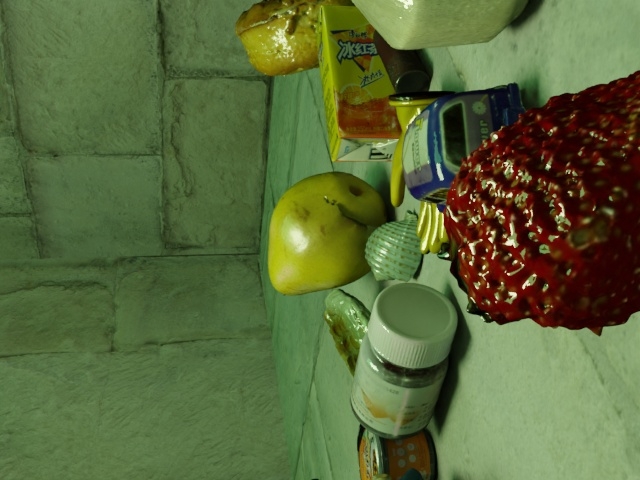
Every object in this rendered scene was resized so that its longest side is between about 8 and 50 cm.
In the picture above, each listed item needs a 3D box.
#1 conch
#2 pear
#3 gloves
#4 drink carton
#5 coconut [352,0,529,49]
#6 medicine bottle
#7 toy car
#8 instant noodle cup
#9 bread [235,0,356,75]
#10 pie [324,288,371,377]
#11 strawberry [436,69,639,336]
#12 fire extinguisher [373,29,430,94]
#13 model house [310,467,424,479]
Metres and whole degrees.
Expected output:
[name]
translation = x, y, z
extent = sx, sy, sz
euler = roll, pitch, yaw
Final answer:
[conch]
translation = 0.149, 0.022, 1.586
extent = 0.135, 0.102, 0.153
euler = -127, 35, -46
[pear]
translation = 0.013, -0.001, 1.804
extent = 0.336, 0.285, 0.285
euler = 101, 163, -48
[gloves]
translation = 0.189, -0.114, 1.381
extent = 0.133, 0.116, 0.294
euler = -105, 10, -75
[drink carton]
translation = 0.083, -0.351, 1.713
extent = 0.111, 0.154, 0.351
euler = 113, 153, -64
[coconut]
translation = 0.154, -0.387, 1.068
extent = 0.237, 0.266, 0.237
euler = 171, 90, -83
[medicine bottle]
translation = 0.149, 0.223, 1.415
extent = 0.165, 0.165, 0.273
euler = -104, 16, -48
[toy car]
translation = 0.202, -0.122, 1.127
extent = 0.235, 0.158, 0.172
euler = 136, 132, -74
[instant noodle cup]
translation = 0.152, 0.437, 1.530
extent = 0.177, 0.125, 0.208
euler = -140, 50, -74
[bread]
translation = -0.037, -0.539, 1.964
extent = 0.358, 0.337, 0.204
euler = -131, 17, -75
[pie]
translation = 0.094, 0.246, 1.761
extent = 0.306, 0.071, 0.306
euler = 59, 163, 30
[strawberry]
translation = 0.245, -0.043, 0.751
extent = 0.261, 0.261, 0.258
euler = -113, 17, -62
[fire extinguisher]
translation = 0.158, -0.376, 1.569
extent = 0.089, 0.072, 0.268
euler = 50, -162, -40
[model house]
translation = 0.044, 0.542, 1.283
extent = 0.334, 0.382, 0.343
euler = 20, -109, -74
